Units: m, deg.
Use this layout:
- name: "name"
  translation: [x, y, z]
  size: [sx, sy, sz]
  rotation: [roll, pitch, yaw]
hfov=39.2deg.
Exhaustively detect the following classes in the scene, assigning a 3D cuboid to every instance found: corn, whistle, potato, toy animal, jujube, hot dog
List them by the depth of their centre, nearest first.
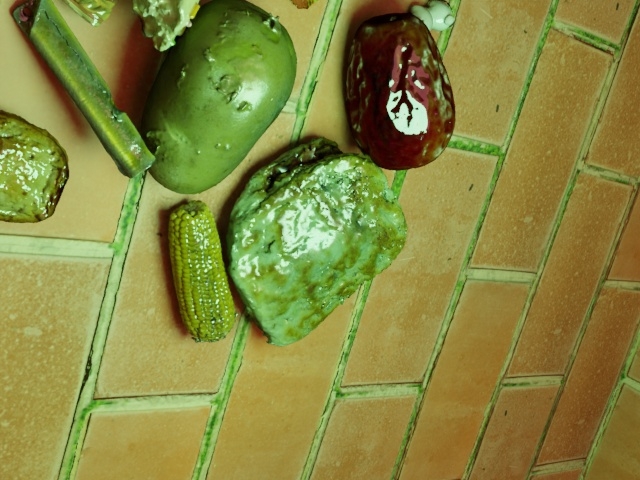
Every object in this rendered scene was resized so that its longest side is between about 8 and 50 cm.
- name: "hot dog"
  translation: [-0.540, -0.124, 1.428]
  size: [0.259, 0.114, 0.175]
  rotation: [17, 104, -41]
- name: "whistle"
  translation: [-0.383, -0.249, 1.472]
  size: [0.068, 0.057, 0.326]
  rotation: [-33, 108, -4]
- name: "potato"
  translation: [-0.184, -0.243, 1.570]
  size: [0.359, 0.219, 0.270]
  rotation: [-58, 179, 7]
- name: "corn"
  translation: [-0.239, 0.071, 1.775]
  size: [0.115, 0.115, 0.318]
  rotation: [-25, 123, -28]
- name: "jujube"
  translation: [0.163, -0.302, 1.853]
  size: [0.223, 0.223, 0.318]
  rotation: [-25, 117, -28]
- name: "toy animal"
  translation: [0.224, -0.466, 1.923]
  size: [0.124, 0.085, 0.071]
  rotation: [-20, 140, -25]

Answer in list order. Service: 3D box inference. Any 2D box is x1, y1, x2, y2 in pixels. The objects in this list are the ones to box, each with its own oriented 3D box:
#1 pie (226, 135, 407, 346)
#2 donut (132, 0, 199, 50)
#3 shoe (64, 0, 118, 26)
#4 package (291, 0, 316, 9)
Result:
- name: "pie"
  translation: [-0.021, 0.010, 1.875]
  size: [0.418, 0.180, 0.395]
  rotation: [-48, 132, -8]
- name: "donut"
  translation: [-0.323, -0.476, 1.357]
  size: [0.371, 0.150, 0.307]
  rotation: [12, 77, -44]
- name: "shoe"
  translation: [-0.381, -0.403, 1.452]
  size: [0.069, 0.072, 0.109]
  rotation: [-40, 96, 6]
- name: "package"
  translation: [0.042, -0.589, 1.687]
  size: [0.288, 0.108, 0.223]
  rotation: [-36, 126, -19]
